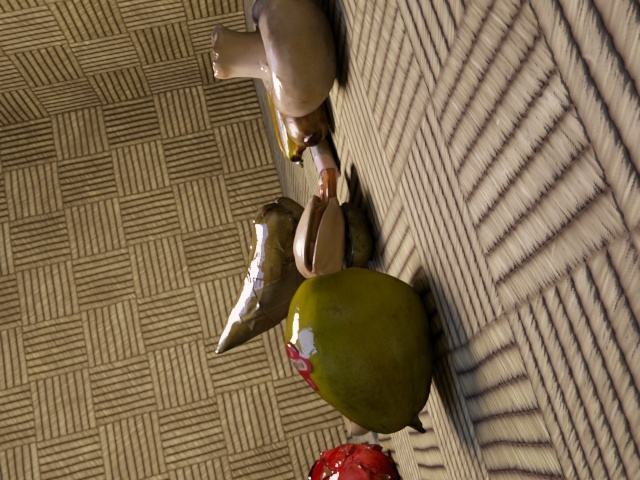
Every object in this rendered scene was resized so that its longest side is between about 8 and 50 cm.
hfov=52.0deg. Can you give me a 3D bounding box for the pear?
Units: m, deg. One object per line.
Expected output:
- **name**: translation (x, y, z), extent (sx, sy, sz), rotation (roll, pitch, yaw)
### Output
- **pear**: translation (0.095, 0.222, 1.291), extent (0.375, 0.287, 0.287), rotation (56, 171, 5)

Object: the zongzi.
- **zongzi**: translation (-0.160, 0.096, 1.730), extent (0.174, 0.393, 0.356), rotation (40, 156, 37)

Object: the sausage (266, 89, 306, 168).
- **sausage**: translation (-0.103, -0.403, 2.312), extent (0.125, 0.117, 0.317), rotation (-80, -21, -68)

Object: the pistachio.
- **pistachio**: translation (0.000, 0.000, 1.603), extent (0.152, 0.126, 0.223), rotation (-34, -51, -62)

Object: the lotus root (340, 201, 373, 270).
- **lotus root**: translation (0.091, -0.004, 1.657), extent (0.203, 0.078, 0.183), rotation (144, 124, -79)

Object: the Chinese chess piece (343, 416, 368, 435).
- **Chinese chess piece**: translation (0.127, 0.600, 2.451), extent (0.251, 0.097, 0.251), rotation (167, 90, -83)

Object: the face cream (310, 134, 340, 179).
- **face cream**: translation (0.002, -0.268, 1.905), extent (0.084, 0.057, 0.198), rotation (29, -145, -52)

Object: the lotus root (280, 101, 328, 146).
- **lotus root**: translation (-0.056, -0.381, 1.843), extent (0.145, 0.128, 0.260), rotation (26, -138, -61)

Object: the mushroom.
- **mushroom**: translation (-0.110, -0.429, 1.543), extent (0.297, 0.290, 0.297), rotation (167, 90, -84)

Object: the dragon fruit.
- **dragon fruit**: translation (0.111, 0.813, 2.172), extent (0.295, 0.301, 0.296), rotation (-15, -90, -90)

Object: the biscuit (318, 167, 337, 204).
- **biscuit**: translation (0.018, -0.082, 1.773), extent (0.324, 0.049, 0.205), rotation (97, 172, -65)
